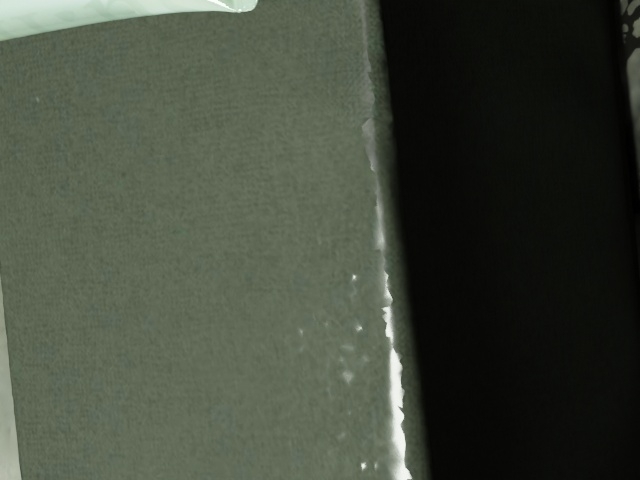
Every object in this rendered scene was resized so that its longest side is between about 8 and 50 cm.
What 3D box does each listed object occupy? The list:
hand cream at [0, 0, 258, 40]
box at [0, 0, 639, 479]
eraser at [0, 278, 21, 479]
[{"bbox_3d":[-0.112,-0.121,0.764,0.205,0.050,0.078,-8,86,35],"label":"hand cream"},{"bbox_3d":[-0.001,0.000,0.844,0.251,0.204,0.345,-6,90,40],"label":"box"},{"bbox_3d":[-0.267,0.005,1.111,0.331,0.150,0.331,2,93,40],"label":"eraser"}]
